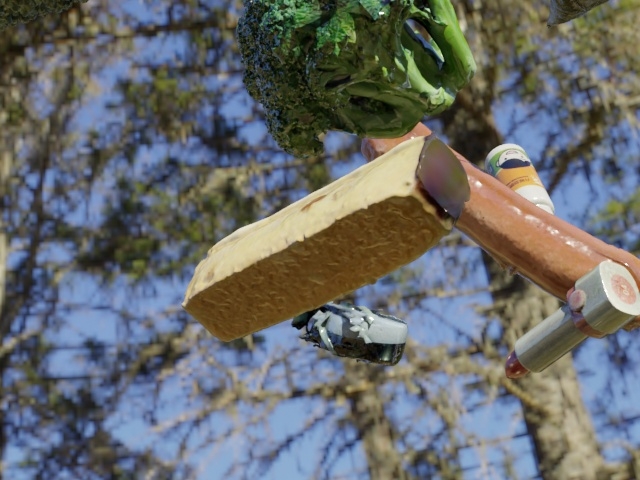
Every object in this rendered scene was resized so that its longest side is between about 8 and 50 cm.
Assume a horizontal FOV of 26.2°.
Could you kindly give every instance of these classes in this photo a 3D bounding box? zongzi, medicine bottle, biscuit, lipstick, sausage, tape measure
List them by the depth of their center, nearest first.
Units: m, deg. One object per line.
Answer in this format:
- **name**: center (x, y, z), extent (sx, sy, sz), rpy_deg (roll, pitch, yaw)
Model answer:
- **biscuit**: center (0.000, 0.000, 0.774), extent (0.188, 0.056, 0.052), rpy_deg (-26, -56, 36)
- **tape measure**: center (0.034, 0.086, 1.276), extent (0.094, 0.054, 0.091), rpy_deg (15, 1, 42)
- **lipstick**: center (0.252, 0.097, 1.444), extent (0.057, 0.063, 0.186), rpy_deg (16, -42, -31)
- **zongzi**: center (0.264, -0.299, 1.613), extent (0.154, 0.062, 0.130), rpy_deg (10, -25, -36)
- **sausage**: center (0.223, -0.024, 1.650), extent (0.094, 0.419, 0.094), rpy_deg (-22, -40, -54)
- **medicine bottle**: center (0.260, -0.042, 1.799), extent (0.092, 0.220, 0.061), rpy_deg (5, -51, -20)

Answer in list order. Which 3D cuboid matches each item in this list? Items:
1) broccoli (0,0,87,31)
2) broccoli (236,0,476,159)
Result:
- **broccoli**: center (-0.265, -0.361, 1.285), extent (0.375, 0.249, 0.302), rpy_deg (-40, -52, -12)
- **broccoli**: center (0.035, -0.224, 1.454), extent (0.294, 0.265, 0.245), rpy_deg (-35, -65, 28)
